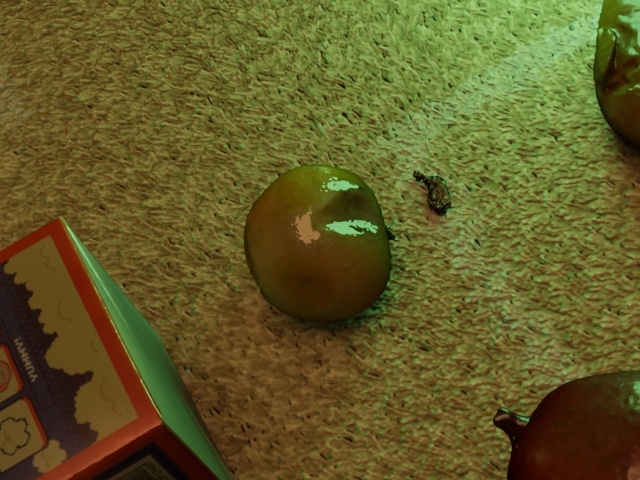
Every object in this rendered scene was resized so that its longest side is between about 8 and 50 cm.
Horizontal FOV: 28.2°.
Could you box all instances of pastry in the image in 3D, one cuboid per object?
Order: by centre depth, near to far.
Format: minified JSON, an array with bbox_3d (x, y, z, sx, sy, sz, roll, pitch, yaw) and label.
[{"bbox_3d":[0.521,-0.249,1.688,0.356,0.164,0.356,-8,57,12],"label":"pastry"}]

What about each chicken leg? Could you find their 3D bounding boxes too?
[{"bbox_3d":[0.159,-0.071,1.767,0.036,0.021,0.083,-31,57,8],"label":"chicken leg"}]

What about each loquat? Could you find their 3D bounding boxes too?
[{"bbox_3d":[0.001,0.003,1.667,0.213,0.213,0.213,-7,60,12],"label":"loquat"}]

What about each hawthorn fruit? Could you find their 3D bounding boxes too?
[{"bbox_3d":[0.348,0.280,1.378,0.311,0.295,0.295,-11,51,51],"label":"hawthorn fruit"}]

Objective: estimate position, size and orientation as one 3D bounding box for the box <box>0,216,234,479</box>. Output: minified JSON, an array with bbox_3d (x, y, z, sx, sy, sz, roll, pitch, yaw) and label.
[{"bbox_3d":[-0.300,0.223,1.535,0.257,0.348,0.318,-32,60,-4],"label":"box"}]
